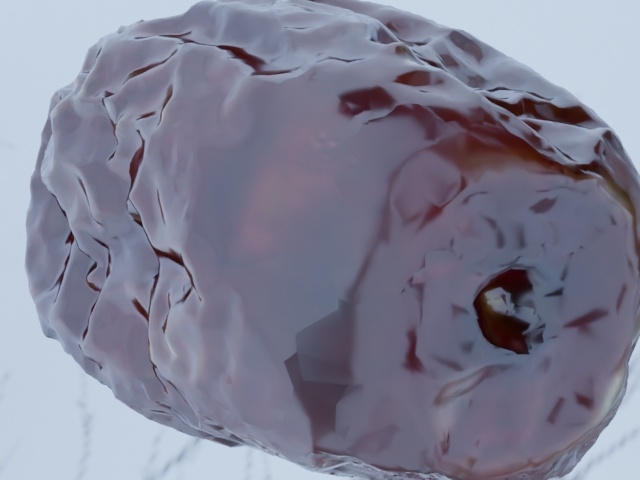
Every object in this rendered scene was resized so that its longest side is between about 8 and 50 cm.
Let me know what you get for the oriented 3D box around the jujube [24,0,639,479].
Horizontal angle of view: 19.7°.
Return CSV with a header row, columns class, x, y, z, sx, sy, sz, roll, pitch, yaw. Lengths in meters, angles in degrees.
class,x,y,z,sx,sy,sz,roll,pitch,yaw
jujube,0.001,0.000,0.975,0.276,0.377,0.276,-9,110,-27
